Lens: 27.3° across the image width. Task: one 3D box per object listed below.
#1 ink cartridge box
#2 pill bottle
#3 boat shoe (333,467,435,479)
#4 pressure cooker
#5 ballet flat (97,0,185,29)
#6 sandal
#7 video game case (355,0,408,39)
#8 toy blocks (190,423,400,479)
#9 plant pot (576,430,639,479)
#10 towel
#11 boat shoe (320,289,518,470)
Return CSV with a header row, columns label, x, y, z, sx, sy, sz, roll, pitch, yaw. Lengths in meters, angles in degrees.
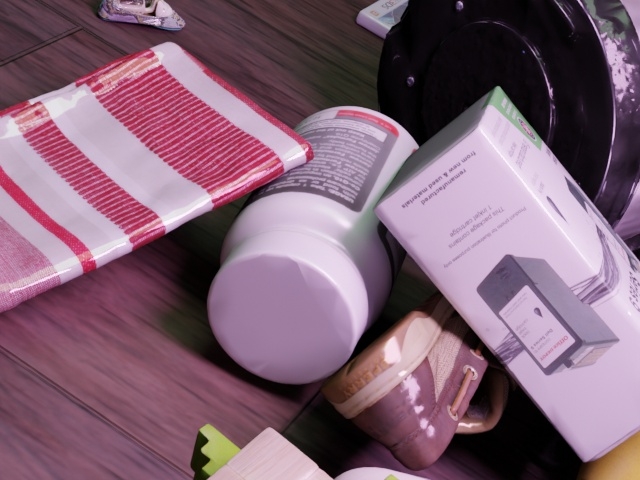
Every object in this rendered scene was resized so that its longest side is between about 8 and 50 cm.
label,x,y,z,sx,sy,sz,roll,pitch,yaw
ink cartridge box,0.196,0.023,1.179,0.289,0.121,0.211,50,19,-5
pill bottle,0.000,0.000,1.244,0.161,0.161,0.283,26,34,2
boat shoe,0.161,0.259,1.052,0.340,0.127,0.158,29,21,1
pressure cooker,0.324,-0.164,1.484,0.420,0.376,0.370,-11,45,-41
ballet flat,-0.213,-0.281,1.603,0.114,0.041,0.041,2,40,-30
sandal,0.260,0.175,1.289,0.179,0.040,0.067,-30,55,-35
video game case,0.173,-0.293,1.880,0.201,0.023,0.183,33,34,11
toy blocks,-0.017,0.303,0.836,0.381,0.191,0.261,36,47,18
plant pot,0.284,0.215,1.179,0.095,0.134,0.134,-31,59,-21
towel,-0.203,-0.072,1.194,0.329,0.037,0.237,-28,47,-27
boat shoe,0.107,0.121,1.160,0.123,0.123,0.342,50,15,6
